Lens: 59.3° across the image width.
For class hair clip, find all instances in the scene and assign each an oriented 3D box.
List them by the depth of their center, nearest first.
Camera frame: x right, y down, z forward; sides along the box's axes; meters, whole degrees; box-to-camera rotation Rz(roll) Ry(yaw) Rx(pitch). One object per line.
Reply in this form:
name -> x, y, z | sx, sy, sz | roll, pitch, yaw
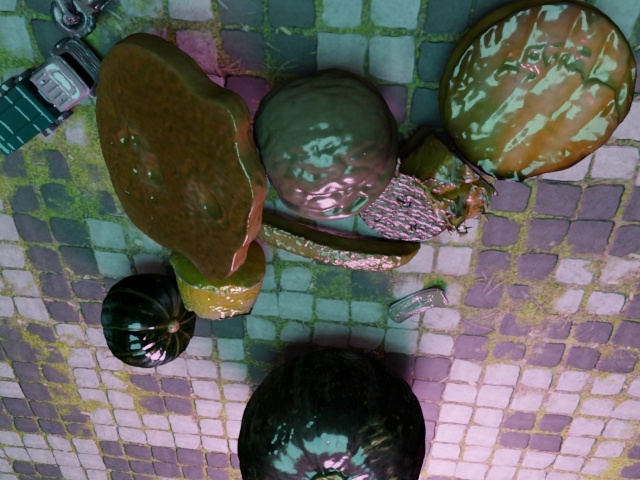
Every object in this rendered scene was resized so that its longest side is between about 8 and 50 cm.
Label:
hair clip -> 0.214, 0.143, 1.242 | 0.137, 0.022, 0.054 | -27, 118, 24

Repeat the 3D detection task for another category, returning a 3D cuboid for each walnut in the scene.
walnut -> 0.015, -0.159, 0.915 | 0.248, 0.248, 0.248 | 4, 126, 5

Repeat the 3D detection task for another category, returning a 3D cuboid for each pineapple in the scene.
pineapple -> 0.211, -0.106, 0.948 | 0.114, 0.186, 0.236 | -43, 151, 8

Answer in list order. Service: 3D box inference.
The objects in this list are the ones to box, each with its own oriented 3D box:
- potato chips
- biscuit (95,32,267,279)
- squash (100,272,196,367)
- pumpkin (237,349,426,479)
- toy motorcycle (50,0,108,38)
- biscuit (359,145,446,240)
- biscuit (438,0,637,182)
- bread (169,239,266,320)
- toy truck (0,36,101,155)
potato chips -> 0.000, 0.000, 1.134 | 0.407, 0.080, 0.057 | 14, 137, -2
biscuit -> -0.238, -0.134, 0.947 | 0.365, 0.062, 0.385 | 33, 134, 19
squash -> -0.375, 0.172, 1.228 | 0.172, 0.218, 0.218 | 21, 134, 33
pumpkin -> 0.028, 0.468, 1.309 | 0.455, 0.344, 0.454 | 1, 110, 3
toy motorcycle -> -0.360, -0.423, 0.860 | 0.229, 0.094, 0.130 | -38, 112, 24
biscuit -> 0.170, -0.086, 1.070 | 0.212, 0.036, 0.212 | 2, 126, 3
biscuit -> 0.337, -0.238, 0.898 | 0.296, 0.102, 0.296 | 2, 128, 3
bread -> -0.205, 0.068, 1.137 | 0.197, 0.197, 0.170 | 12, 133, -1
toy truck -> -0.498, -0.246, 0.992 | 0.253, 0.124, 0.114 | -24, 122, 25
